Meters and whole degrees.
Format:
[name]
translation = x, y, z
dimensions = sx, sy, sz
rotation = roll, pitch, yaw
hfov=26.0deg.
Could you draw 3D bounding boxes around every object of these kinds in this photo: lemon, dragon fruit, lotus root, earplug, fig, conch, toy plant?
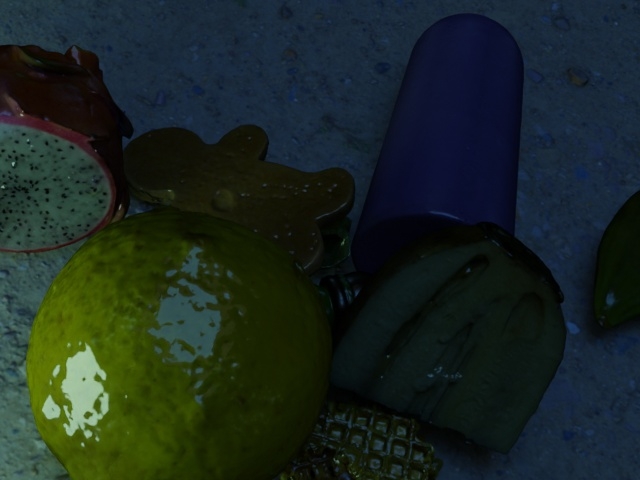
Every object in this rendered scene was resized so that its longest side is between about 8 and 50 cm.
[lemon]
translation = -0.168, 0.147, 1.606
dimensions = 0.350, 0.350, 0.387
rotation = 27, 68, 5
[dragon fruit]
translation = -0.383, -0.136, 1.774
dimensions = 0.291, 0.290, 0.189
rotation = 3, 51, -11
[lotus root]
translation = 0.168, 0.090, 1.737
dimensions = 0.267, 0.260, 0.149
rotation = 22, 21, -10
[earplug]
translation = 0.187, -0.137, 1.946
dimensions = 0.215, 0.215, 0.455
rotation = 16, 53, -2
[fig]
translation = 0.466, 0.021, 1.950
dimensions = 0.233, 0.167, 0.167
rotation = -39, 69, 9
[conch]
translation = 0.000, 0.000, 1.888
dimensions = 0.121, 0.074, 0.089
rotation = -30, 58, -31
[toy plant]
translation = 0.001, 0.094, 1.820
dimensions = 0.162, 0.092, 0.092
rotation = -9, 61, -19

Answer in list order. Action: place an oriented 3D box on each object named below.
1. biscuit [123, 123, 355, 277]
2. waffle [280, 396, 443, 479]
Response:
[biscuit]
translation = -0.121, -0.063, 1.886
dimensions = 0.340, 0.047, 0.216
rotation = 18, 56, 20
[waffle]
translation = 0.051, 0.285, 1.723
dimensions = 0.193, 0.070, 0.197
rotation = 39, 58, 12
